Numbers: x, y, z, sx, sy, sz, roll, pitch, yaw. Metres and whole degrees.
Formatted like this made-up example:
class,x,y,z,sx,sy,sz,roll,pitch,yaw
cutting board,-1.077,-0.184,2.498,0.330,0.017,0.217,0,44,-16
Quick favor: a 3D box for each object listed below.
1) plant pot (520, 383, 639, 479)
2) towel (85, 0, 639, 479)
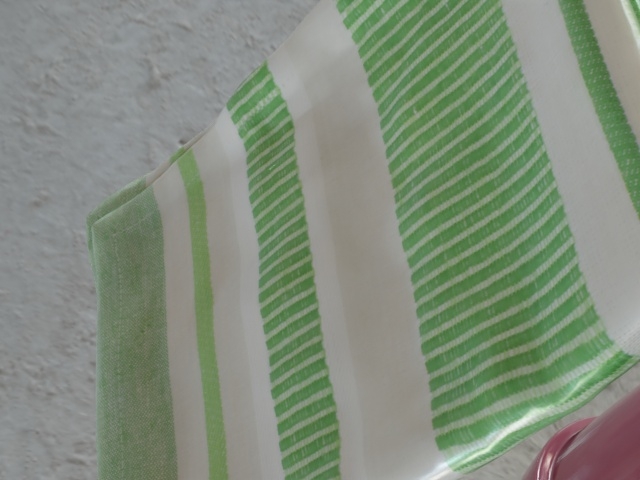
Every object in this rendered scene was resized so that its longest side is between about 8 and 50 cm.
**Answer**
class,x,y,z,sx,sy,sz,roll,pitch,yaw
plant pot,0.250,0.171,0.703,0.201,0.201,0.180,43,134,23
towel,0.000,0.000,0.450,0.325,0.038,0.247,-37,47,33
